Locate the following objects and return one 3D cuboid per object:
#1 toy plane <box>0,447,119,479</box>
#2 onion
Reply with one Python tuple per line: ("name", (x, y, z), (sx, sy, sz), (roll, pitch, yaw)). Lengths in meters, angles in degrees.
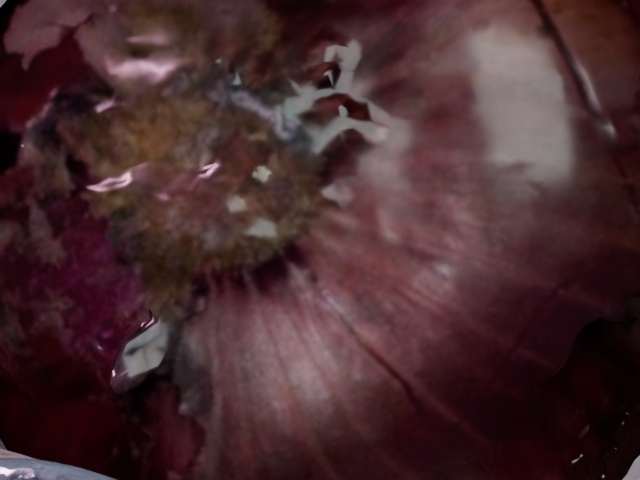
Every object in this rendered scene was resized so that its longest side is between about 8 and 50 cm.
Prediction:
("toy plane", (-0.134, 0.080, 0.475), (0.326, 0.104, 0.223), (9, 38, 16))
("onion", (0.000, 0.000, 0.598), (0.252, 0.219, 0.252), (-1, 82, 9))
